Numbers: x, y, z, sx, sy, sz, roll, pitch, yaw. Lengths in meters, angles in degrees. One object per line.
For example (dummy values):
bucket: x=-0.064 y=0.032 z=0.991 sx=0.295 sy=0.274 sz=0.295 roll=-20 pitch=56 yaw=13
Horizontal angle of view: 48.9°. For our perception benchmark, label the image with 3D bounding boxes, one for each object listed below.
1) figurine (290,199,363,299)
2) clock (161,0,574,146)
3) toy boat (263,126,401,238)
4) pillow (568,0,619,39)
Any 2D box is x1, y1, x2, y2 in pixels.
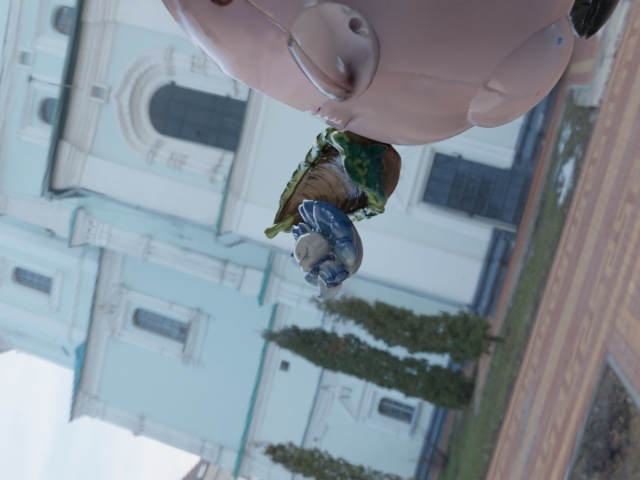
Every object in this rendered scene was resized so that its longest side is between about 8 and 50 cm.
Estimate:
figurine: x=0.000 y=0.000 z=0.755 sx=0.079 sy=0.114 sz=0.114 roll=-23 pitch=-39 yaw=-25
clock: x=0.048 y=-0.250 z=0.608 sx=0.376 sy=0.368 sz=0.250 roll=-27 pitch=-23 yaw=-51
toy boat: x=0.011 y=-0.062 z=0.824 sx=0.099 sy=0.108 sz=0.293 roll=-38 pitch=3 yaw=-23
pillow: x=0.469 y=-0.444 z=1.257 sx=0.250 sy=0.106 sz=0.186 roll=-68 pitch=-4 yaw=-77
